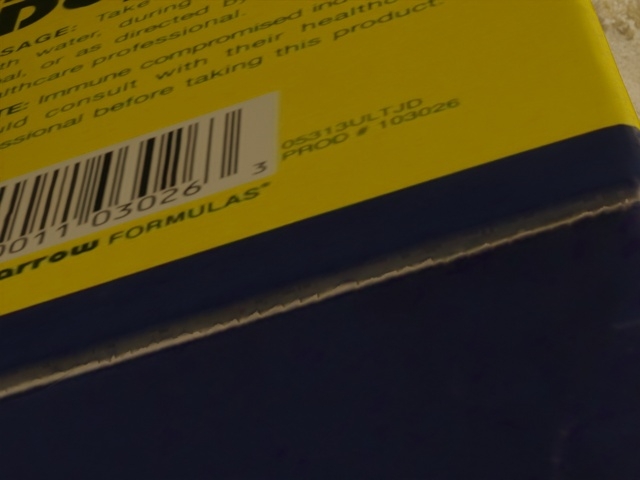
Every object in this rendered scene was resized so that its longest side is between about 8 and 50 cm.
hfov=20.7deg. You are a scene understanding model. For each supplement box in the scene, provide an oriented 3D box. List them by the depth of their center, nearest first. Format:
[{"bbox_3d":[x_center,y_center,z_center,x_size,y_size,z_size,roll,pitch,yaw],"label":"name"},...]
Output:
[{"bbox_3d":[0.002,0.008,0.525,0.356,0.195,0.194,-92,162,-60],"label":"supplement box"}]
